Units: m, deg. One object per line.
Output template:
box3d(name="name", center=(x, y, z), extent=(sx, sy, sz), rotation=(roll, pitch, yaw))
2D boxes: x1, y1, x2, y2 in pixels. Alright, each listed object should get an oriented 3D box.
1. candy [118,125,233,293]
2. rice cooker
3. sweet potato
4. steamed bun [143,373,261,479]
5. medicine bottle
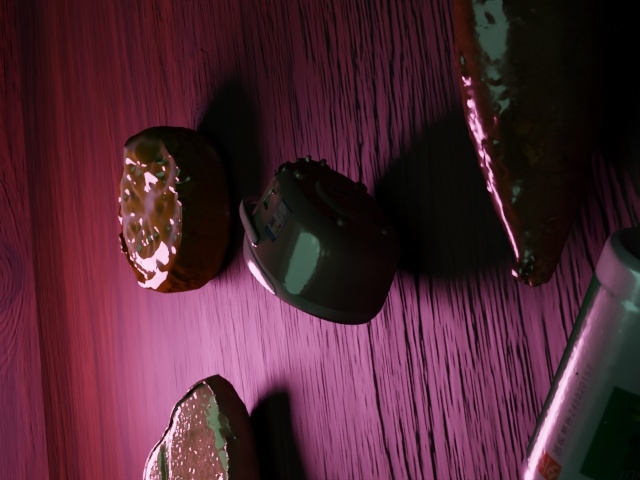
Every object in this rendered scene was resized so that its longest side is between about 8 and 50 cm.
box3d(name="candy", center=(-0.226, -0.046, 1.417), extent=(0.260, 0.118, 0.259), rotation=(11, 103, 58))
box3d(name="rice cooker", center=(0.000, 0.000, 0.977), extent=(0.127, 0.145, 0.206), rotation=(-60, 37, 26))
box3d(name="sweet potato", center=(0.159, -0.134, 0.693), extent=(0.131, 0.131, 0.336), rotation=(-12, 82, 61))
box3d(name="steamed bun", center=(-0.156, 0.317, 1.319), extent=(0.212, 0.110, 0.231), rotation=(-23, 67, 42))
box3d(name="medicine bottle", center=(0.204, 0.122, 0.656), extent=(0.095, 0.095, 0.260), rotation=(49, 132, 49))
